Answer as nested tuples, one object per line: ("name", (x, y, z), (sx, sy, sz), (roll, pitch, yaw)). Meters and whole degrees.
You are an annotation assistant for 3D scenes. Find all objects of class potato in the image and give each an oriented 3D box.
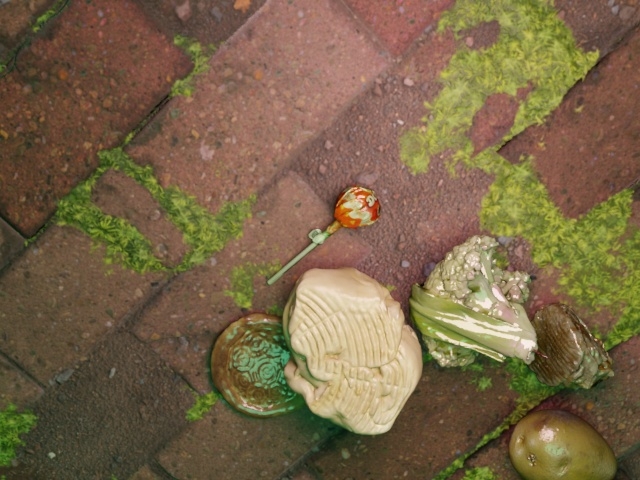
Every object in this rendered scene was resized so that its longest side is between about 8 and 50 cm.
("potato", (0.522, 0.455, 1.370), (0.251, 0.159, 0.174), (23, 136, -20))

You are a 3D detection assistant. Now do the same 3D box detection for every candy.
("candy", (0.001, 0.000, 1.274), (0.288, 0.078, 0.084), (-42, 115, 19))

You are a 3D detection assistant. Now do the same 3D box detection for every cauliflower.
("cauliflower", (0.307, 0.139, 1.211), (0.256, 0.315, 0.239), (-55, 140, 5))

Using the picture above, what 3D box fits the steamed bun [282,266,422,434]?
("steamed bun", (0.054, 0.198, 1.264), (0.289, 0.203, 0.276), (30, 98, 3))

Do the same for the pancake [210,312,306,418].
("pancake", (-0.114, 0.271, 1.366), (0.250, 0.031, 0.249), (-1, 108, -3))

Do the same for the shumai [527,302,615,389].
("shumai", (0.519, 0.211, 1.310), (0.142, 0.184, 0.184), (-5, 108, -24))
